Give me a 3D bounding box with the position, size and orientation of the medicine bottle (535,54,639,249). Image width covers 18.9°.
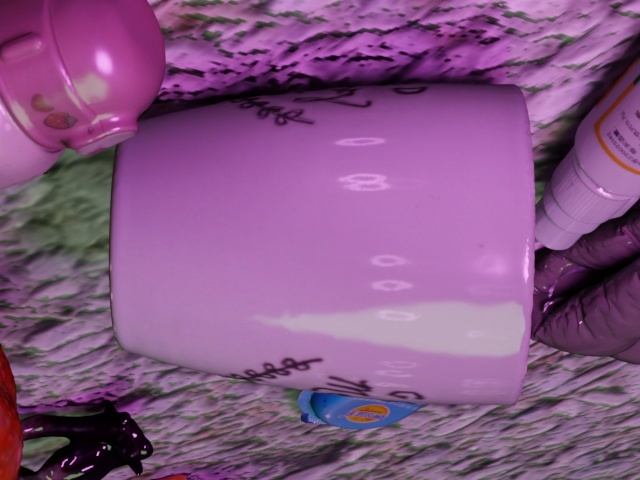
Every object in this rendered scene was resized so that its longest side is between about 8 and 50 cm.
[{"bbox_3d":[0.201,-0.063,1.179,0.092,0.061,0.220,-16,160,-28],"label":"medicine bottle"}]

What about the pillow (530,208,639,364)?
[{"bbox_3d":[0.318,0.008,1.308,0.228,0.101,0.326,15,144,-32],"label":"pillow"}]

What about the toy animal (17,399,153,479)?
[{"bbox_3d":[-0.272,0.200,1.431,0.195,0.090,0.324,-11,-165,43],"label":"toy animal"}]

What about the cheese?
[{"bbox_3d":[0.073,0.092,1.472,0.106,0.037,0.256,12,146,-36],"label":"cheese"}]

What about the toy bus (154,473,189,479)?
[{"bbox_3d":[-0.087,0.383,1.795,0.203,0.233,0.427,-15,154,14],"label":"toy bus"}]

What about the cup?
[{"bbox_3d":[0.000,0.000,1.153,0.234,0.186,0.258,1,-179,1],"label":"cup"}]

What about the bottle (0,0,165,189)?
[{"bbox_3d":[-0.192,-0.073,0.996,0.233,0.110,0.110,-17,152,18],"label":"bottle"}]

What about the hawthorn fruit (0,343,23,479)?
[{"bbox_3d":[-0.302,0.139,1.275,0.205,0.205,0.253,2,147,-19],"label":"hawthorn fruit"}]
